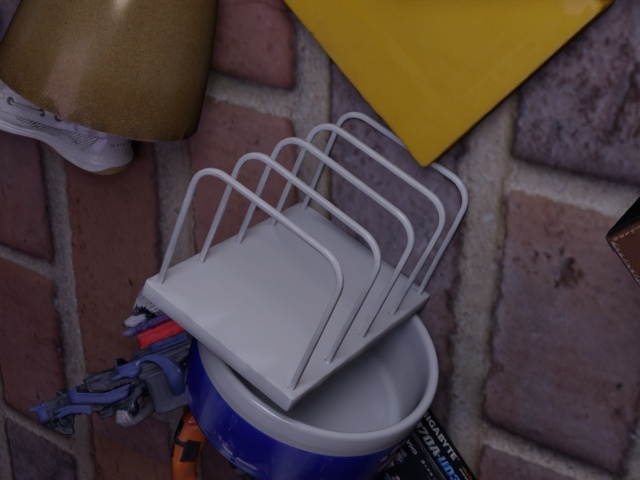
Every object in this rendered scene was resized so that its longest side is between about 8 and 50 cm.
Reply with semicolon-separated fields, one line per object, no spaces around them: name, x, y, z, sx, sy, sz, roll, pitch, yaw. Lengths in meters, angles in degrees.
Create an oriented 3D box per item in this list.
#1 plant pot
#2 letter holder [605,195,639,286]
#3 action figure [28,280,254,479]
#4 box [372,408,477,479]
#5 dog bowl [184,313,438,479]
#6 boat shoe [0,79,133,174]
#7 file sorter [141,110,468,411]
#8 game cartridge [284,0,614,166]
plant pot;-0.206;-0.274;1.131;0.237;0.237;0.254;31;112;22
letter holder;0.425;-0.006;0.809;0.302;0.152;0.214;-33;91;42
action figure;-0.190;0.208;1.367;0.341;0.178;0.330;-14;98;15
box;0.114;0.319;1.265;0.175;0.051;0.220;-36;88;42
dog bowl;-0.012;0.138;1.132;0.265;0.265;0.104;38;131;17
boat shoe;-0.358;-0.184;1.357;0.277;0.098;0.096;24;124;15
file sorter;0.000;0.000;1.053;0.192;0.277;0.173;37;124;18
game cartridge;0.094;-0.275;1.002;0.324;0.052;0.285;51;132;3
